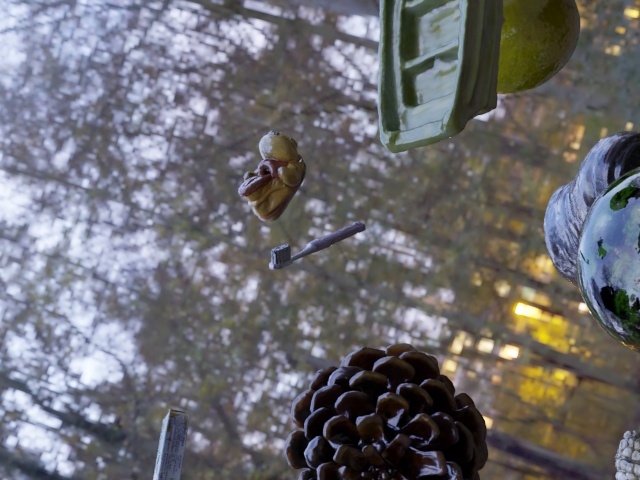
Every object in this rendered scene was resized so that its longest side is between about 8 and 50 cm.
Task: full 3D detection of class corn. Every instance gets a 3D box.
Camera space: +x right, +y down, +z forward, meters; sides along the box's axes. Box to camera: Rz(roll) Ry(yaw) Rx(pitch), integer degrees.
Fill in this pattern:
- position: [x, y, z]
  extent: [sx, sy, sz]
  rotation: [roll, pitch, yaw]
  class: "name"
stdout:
- position: [0.479, 0.309, 1.475]
  extent: [0.087, 0.211, 0.087]
  rotation: [-38, -41, -44]
  class: "corn"

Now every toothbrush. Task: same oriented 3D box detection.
- position: [0.000, 0.000, 1.805]
  extent: [0.354, 0.024, 0.029]
  rotation: [-22, -65, -65]
  class: "toothbrush"

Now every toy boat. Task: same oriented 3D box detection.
- position: [0.110, -0.209, 1.059]
  extent: [0.084, 0.111, 0.276]
  rotation: [19, -115, -43]
  class: "toy boat"

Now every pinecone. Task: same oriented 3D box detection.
- position: [0.069, 0.246, 1.319]
  extent: [0.292, 0.246, 0.246]
  rotation: [-13, -61, -83]
  class: "pinecone"

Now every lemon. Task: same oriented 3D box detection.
- position: [0.297, -0.317, 1.792]
  extent: [0.248, 0.184, 0.184]
  rotation: [-40, -25, -17]
  class: "lemon"

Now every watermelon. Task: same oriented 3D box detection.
- position: [0.438, 0.027, 1.362]
  extent: [0.269, 0.269, 0.268]
  rotation: [17, -90, -76]
  class: "watermelon"

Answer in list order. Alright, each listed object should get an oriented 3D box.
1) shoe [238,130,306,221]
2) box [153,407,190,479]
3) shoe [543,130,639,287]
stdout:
- position: [-0.057, -0.081, 1.432]
  extent: [0.109, 0.072, 0.069]
  rotation: [-55, -48, -6]
  class: "shoe"
- position: [-0.248, 0.379, 1.874]
  extent: [0.050, 0.041, 0.207]
  rotation: [118, 161, -58]
  class: "box"
- position: [0.491, -0.044, 1.975]
  extent: [0.171, 0.237, 0.384]
  rotation: [-46, -48, -19]
  class: "shoe"
